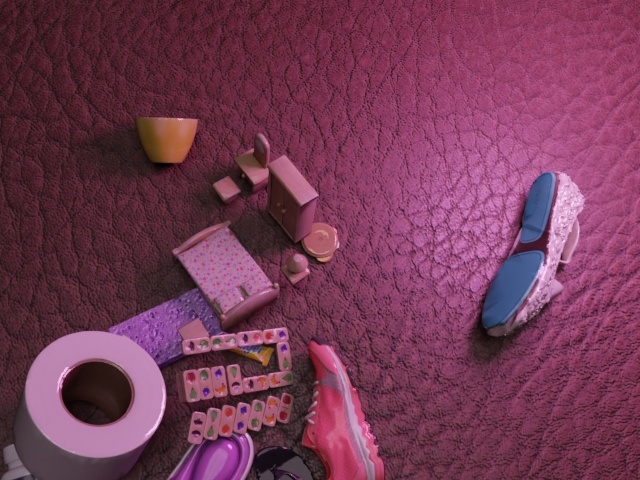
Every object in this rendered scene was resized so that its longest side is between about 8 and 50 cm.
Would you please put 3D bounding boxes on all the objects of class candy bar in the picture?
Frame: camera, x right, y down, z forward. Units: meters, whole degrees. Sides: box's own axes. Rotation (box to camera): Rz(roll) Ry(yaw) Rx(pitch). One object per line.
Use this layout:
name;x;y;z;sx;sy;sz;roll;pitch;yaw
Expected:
candy bar;-0.176;0.212;1.596;0.161;0.018;0.040;21;70;2

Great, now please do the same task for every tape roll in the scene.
tape roll;-0.420;0.310;1.416;0.246;0.169;0.246;16;47;-18

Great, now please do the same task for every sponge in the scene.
sponge;-0.309;0.186;1.575;0.210;0.031;0.117;-25;68;-8

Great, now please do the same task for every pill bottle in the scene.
pill bottle;-0.526;0.462;1.432;0.107;0.108;0.180;-15;72;-10

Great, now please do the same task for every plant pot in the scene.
plant pot;-0.333;-0.216;1.687;0.134;0.134;0.095;2;98;-4

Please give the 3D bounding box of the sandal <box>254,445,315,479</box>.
sandal;-0.036;0.500;1.486;0.097;0.054;0.254;-32;76;-14

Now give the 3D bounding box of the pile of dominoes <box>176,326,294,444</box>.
pile of dominoes;-0.151;0.274;1.503;0.251;0.040;0.196;-4;80;-33

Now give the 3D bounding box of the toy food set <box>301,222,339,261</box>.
toy food set;0.000;0.000;1.683;0.083;0.020;0.083;30;71;6

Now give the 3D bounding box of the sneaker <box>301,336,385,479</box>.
sneaker;0.016;0.341;1.515;0.136;0.116;0.314;-18;73;-9

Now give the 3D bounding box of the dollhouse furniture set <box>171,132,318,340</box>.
dollhouse furniture set;-0.193;-0.016;1.560;0.355;0.174;0.303;-32;69;-20

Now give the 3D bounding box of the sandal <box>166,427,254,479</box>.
sandal;-0.256;0.522;1.434;0.169;0.102;0.416;20;68;3

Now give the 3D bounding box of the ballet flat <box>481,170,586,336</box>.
ballet flat;0.474;0.039;1.656;0.147;0.147;0.409;25;71;4
